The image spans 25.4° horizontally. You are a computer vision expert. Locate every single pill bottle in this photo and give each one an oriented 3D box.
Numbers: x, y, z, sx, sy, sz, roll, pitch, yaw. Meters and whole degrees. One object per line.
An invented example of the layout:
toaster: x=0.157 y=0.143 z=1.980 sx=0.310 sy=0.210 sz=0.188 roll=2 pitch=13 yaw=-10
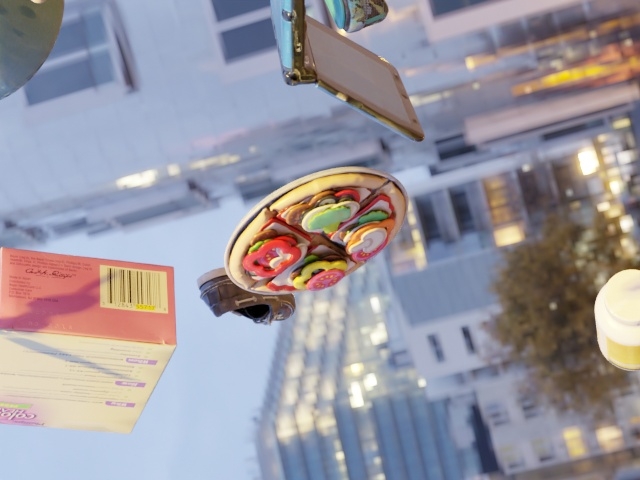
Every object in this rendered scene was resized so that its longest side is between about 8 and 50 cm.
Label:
pill bottle: x=0.434 y=0.108 z=1.967 sx=0.184 sy=0.103 sz=0.103 roll=61 pitch=-162 yaw=-65

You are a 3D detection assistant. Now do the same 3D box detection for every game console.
game console: x=0.030 y=-0.280 z=1.729 sx=0.293 sy=0.173 sz=0.250 roll=-103 pitch=12 yaw=-64

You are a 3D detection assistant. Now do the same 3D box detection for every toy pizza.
toy pizza: x=0.000 y=0.000 z=1.443 sx=0.032 sy=0.201 sz=0.201 roll=65 pitch=-174 yaw=32

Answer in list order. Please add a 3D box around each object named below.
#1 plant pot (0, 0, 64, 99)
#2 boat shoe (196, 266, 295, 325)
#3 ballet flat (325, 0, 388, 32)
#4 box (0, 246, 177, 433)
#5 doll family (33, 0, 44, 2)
plant pot: x=-0.560 y=-0.366 z=2.123 sx=0.195 sy=0.290 sz=0.290 roll=31 pitch=-135 yaw=-65
boat shoe: x=-0.093 y=0.090 z=1.893 sx=0.206 sy=0.075 sz=0.065 roll=25 pitch=-140 yaw=-59
ballet flat: x=0.020 y=-0.288 z=1.496 sx=0.188 sy=0.070 sz=0.070 roll=66 pitch=-174 yaw=33
box: x=-0.312 y=0.129 z=1.761 sx=0.243 sy=0.214 sz=0.117 roll=121 pitch=150 yaw=-50
doll family: x=-0.204 y=-0.288 z=1.222 sx=0.111 sy=0.076 sz=0.193 roll=122 pitch=165 yaw=-59
